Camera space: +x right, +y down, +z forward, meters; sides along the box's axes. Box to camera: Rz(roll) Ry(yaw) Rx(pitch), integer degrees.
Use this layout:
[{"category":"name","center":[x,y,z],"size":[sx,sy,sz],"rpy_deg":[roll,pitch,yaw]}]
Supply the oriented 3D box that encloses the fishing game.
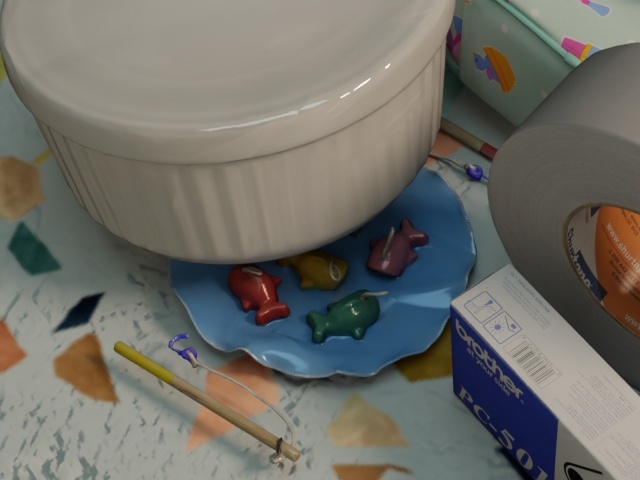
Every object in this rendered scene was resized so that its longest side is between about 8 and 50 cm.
[{"category":"fishing game","center":[0.000,0.000,1.177],"size":[0.189,0.041,0.264],"rpy_deg":[34,62,26]}]

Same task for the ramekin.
[{"category":"ramekin","center":[-0.048,-0.102,1.171],"size":[0.272,0.127,0.273],"rpy_deg":[-6,41,5]}]

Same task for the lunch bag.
[{"category":"lunch bag","center":[0.222,-0.131,1.205],"size":[0.224,0.108,0.279],"rpy_deg":[-36,62,-25]}]

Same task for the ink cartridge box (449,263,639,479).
[{"category":"ink cartridge box","center":[0.149,0.115,1.048],"size":[0.046,0.097,0.207],"rpy_deg":[-32,58,-16]}]

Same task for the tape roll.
[{"category":"tape roll","center":[0.197,0.001,1.048],"size":[0.219,0.219,0.072],"rpy_deg":[33,64,25]}]
